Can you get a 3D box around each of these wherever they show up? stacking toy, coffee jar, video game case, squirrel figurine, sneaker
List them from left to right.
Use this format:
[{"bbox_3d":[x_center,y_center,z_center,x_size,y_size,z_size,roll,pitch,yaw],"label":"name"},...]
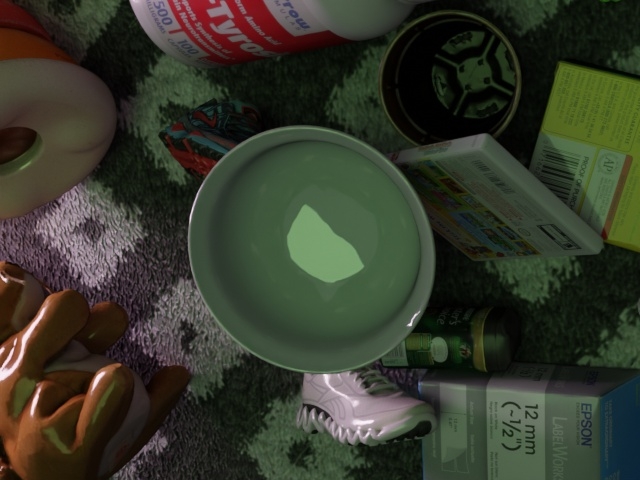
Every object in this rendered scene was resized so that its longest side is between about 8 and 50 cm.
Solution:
[{"bbox_3d":[-0.544,-0.293,1.412,0.351,0.351,0.479,-39,66,25],"label":"stacking toy"},{"bbox_3d":[-0.460,0.235,1.421,0.370,0.281,0.397,34,97,12],"label":"squirrel figurine"},{"bbox_3d":[-0.129,-0.144,1.271,0.125,0.262,0.104,-45,122,-9],"label":"sneaker"},{"bbox_3d":[0.051,0.211,1.279,0.292,0.110,0.118,-5,86,59],"label":"sneaker"},{"bbox_3d":[0.174,0.131,1.268,0.184,0.096,0.079,-1,103,22],"label":"coffee jar"},{"bbox_3d":[0.193,-0.044,1.138,0.227,0.026,0.206,35,157,-30],"label":"video game case"}]

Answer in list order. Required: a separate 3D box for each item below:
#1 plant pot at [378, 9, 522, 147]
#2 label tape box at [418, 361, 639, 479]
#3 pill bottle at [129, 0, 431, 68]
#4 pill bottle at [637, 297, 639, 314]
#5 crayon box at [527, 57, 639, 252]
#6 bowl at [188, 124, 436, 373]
[{"bbox_3d":[0.172,-0.196,1.153,0.167,0.165,0.166,5,104,19],"label":"plant pot"},{"bbox_3d":[0.312,0.297,1.239,0.348,0.115,0.249,2,103,24],"label":"label tape box"},{"bbox_3d":[-0.024,-0.339,1.112,0.408,0.229,0.229,0,102,42],"label":"pill bottle"},{"bbox_3d":[0.431,0.054,1.066,0.078,0.078,0.137,47,134,7],"label":"pill bottle"},{"bbox_3d":[0.416,-0.081,1.125,0.319,0.081,0.202,19,109,18],"label":"crayon box"},{"bbox_3d":[0.000,0.000,1.140,0.298,0.134,0.297,4,106,13],"label":"bowl"}]
